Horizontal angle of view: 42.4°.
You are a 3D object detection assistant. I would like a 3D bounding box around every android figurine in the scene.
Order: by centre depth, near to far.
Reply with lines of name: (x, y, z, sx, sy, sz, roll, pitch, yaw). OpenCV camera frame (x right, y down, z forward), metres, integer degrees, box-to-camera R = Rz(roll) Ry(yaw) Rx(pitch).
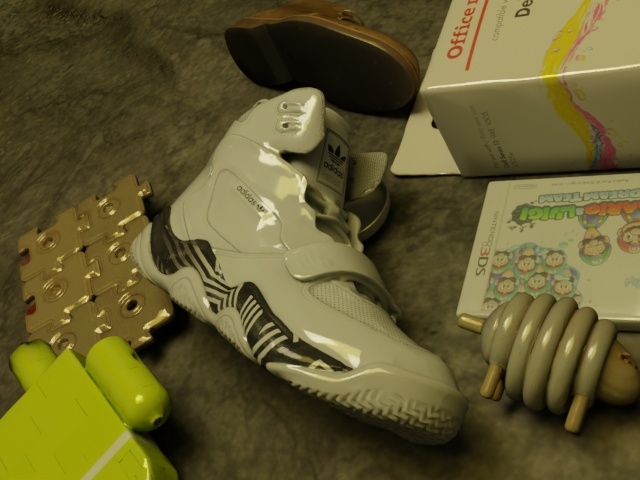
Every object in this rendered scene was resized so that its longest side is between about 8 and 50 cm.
android figurine: (-0.222, 0.204, 0.685, 0.248, 0.056, 0.273, -46, 49, -3)

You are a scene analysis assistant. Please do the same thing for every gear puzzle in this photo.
gear puzzle: (-0.217, 0.073, 0.844, 0.176, 0.044, 0.339, -30, 45, 3)

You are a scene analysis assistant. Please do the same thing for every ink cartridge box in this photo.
ink cartridge box: (0.224, -0.173, 0.731, 0.354, 0.119, 0.207, -1, 52, 32)

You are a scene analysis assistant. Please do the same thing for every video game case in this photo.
video game case: (0.198, 0.006, 0.659, 0.157, 0.019, 0.143, -1, 52, 31)

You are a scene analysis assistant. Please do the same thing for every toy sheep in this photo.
toy sheep: (0.156, 0.079, 0.571, 0.132, 0.091, 0.091, 20, 63, 21)

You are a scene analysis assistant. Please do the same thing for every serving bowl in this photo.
serving bowl: (0.030, -0.025, 0.784, 0.083, 0.027, 0.083, -17, 46, 18)

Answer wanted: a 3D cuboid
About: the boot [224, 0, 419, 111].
boot: (0.016, -0.226, 0.925, 0.115, 0.112, 0.305, -38, 38, -20)

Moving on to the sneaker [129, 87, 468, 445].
sneaker: (0.000, 0.000, 0.666, 0.366, 0.137, 0.210, 27, 84, 44)
